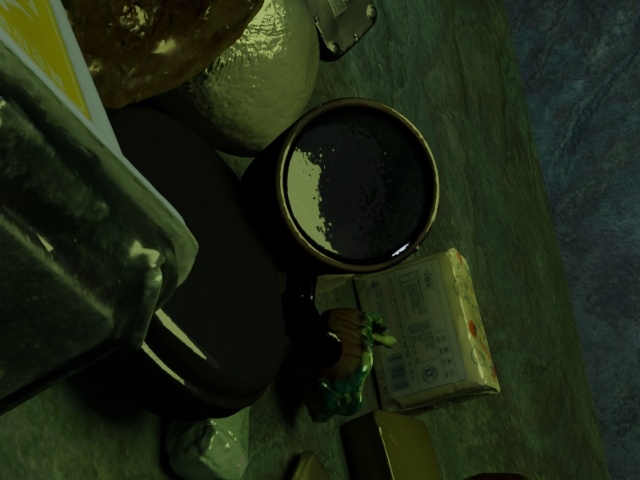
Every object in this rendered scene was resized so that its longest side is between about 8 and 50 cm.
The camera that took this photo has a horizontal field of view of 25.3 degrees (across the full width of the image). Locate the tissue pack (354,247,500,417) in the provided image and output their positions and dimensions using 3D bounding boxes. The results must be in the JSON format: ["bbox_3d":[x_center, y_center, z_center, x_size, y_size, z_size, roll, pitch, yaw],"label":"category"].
[{"bbox_3d":[0.141,0.125,1.897,0.092,0.148,0.196,34,41,-65],"label":"tissue pack"}]

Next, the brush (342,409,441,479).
[{"bbox_3d":[0.094,0.281,1.757,0.197,0.059,0.123,30,42,-64],"label":"brush"}]

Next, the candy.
[{"bbox_3d":[-0.096,-0.220,1.506,0.295,0.185,0.295,52,23,-34],"label":"candy"}]

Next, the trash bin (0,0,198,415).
[{"bbox_3d":[-0.271,-0.073,0.822,0.256,0.296,0.368,47,16,-47],"label":"trash bin"}]

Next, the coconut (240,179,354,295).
[{"bbox_3d":[-0.021,-0.024,1.569,0.183,0.170,0.171,-42,112,-72],"label":"coconut"}]

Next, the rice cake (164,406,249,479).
[{"bbox_3d":[-0.103,0.140,1.328,0.069,0.063,0.206,45,30,-39],"label":"rice cake"}]

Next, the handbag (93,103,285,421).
[{"bbox_3d":[-0.138,0.016,1.243,0.254,0.093,0.308,37,31,-38],"label":"handbag"}]

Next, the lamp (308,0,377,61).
[{"bbox_3d":[-0.030,-0.250,1.767,0.283,0.124,0.203,10,-47,60],"label":"lamp"}]

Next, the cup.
[{"bbox_3d":[-0.012,-0.012,1.392,0.166,0.177,0.239,34,74,-14],"label":"cup"}]

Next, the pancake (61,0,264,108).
[{"bbox_3d":[-0.153,-0.283,1.236,0.356,0.065,0.356,-29,131,-39],"label":"pancake"}]

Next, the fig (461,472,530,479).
[{"bbox_3d":[0.235,0.395,1.919,0.154,0.144,0.166,65,29,-80],"label":"fig"}]

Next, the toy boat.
[{"bbox_3d":[0.028,0.129,1.656,0.099,0.108,0.293,38,15,2],"label":"toy boat"}]

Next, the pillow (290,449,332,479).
[{"bbox_3d":[-0.013,0.301,1.474,0.130,0.033,0.217,66,20,-8],"label":"pillow"}]
